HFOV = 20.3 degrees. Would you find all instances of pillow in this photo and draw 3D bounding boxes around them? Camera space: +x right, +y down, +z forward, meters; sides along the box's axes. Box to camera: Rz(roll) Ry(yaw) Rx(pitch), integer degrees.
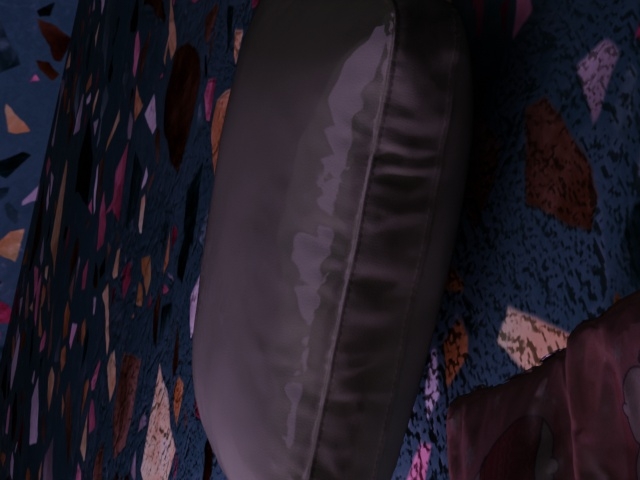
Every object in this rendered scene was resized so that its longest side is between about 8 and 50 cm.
[{"bbox_3d":[0.000,0.000,1.028,0.255,0.120,0.322,-128,48,-68],"label":"pillow"},{"bbox_3d":[0.120,0.096,0.710,0.248,0.049,0.135,136,137,-59],"label":"pillow"}]
